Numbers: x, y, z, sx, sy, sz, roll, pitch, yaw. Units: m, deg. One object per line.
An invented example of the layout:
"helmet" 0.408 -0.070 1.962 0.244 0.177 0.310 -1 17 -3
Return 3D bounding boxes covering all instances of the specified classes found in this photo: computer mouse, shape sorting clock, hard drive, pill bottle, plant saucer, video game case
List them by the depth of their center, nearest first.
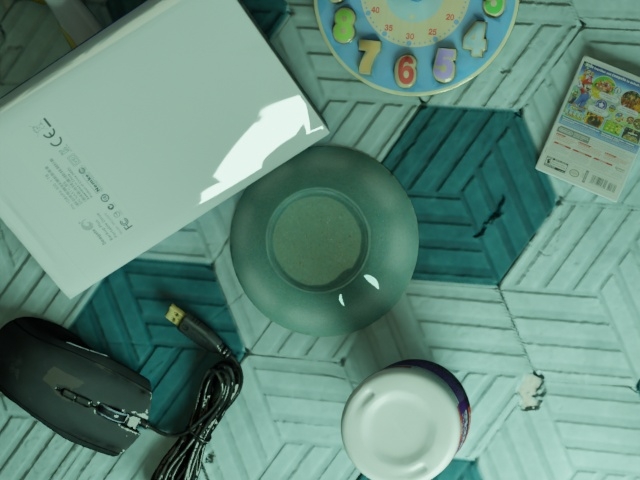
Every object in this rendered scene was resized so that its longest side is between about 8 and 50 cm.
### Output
"pill bottle" 0.086 0.167 1.523 0.108 0.193 0.108 0 90 10
"video game case" 0.274 -0.109 1.586 0.087 0.011 0.122 24 93 10
"shape sorting clock" 0.094 -0.246 1.605 0.206 0.040 0.206 0 89 11
"hard drive" -0.181 -0.106 1.605 0.319 0.040 0.210 -32 115 8
"plant saucer" 0.000 0.000 1.621 0.195 0.037 0.195 0 88 10
"computer mouse" -0.211 0.133 1.645 0.262 0.060 0.184 33 96 9

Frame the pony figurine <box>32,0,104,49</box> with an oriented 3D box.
"pony figurine" -0.269 -0.355 1.524 0.363 0.303 0.351 31 120 -31
